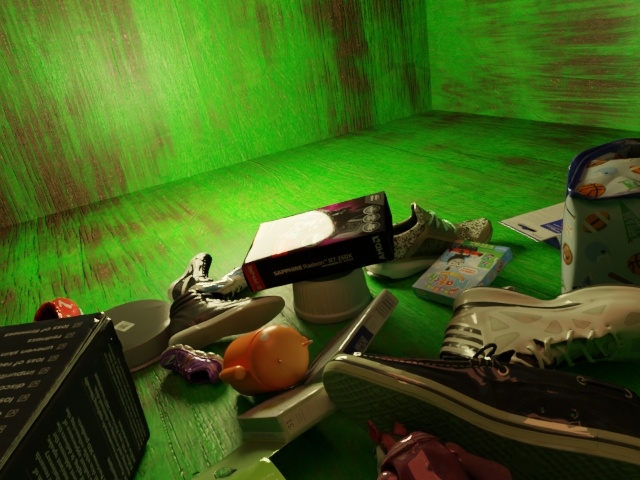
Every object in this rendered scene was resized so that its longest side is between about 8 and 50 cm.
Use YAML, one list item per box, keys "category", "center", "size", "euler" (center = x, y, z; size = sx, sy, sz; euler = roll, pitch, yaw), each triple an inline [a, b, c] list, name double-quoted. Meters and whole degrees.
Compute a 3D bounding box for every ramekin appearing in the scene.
- category: "ramekin"
  center: [0.023, 0.116, 1.326]
  size: [0.207, 0.108, 0.207]
  euler: [-8, 24, 4]

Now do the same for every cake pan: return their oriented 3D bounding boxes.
- category: "cake pan"
  center: [-0.495, 0.239, 1.310]
  size: [0.294, 0.054, 0.293]
  euler: [-8, 24, 4]

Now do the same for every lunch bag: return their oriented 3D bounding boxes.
- category: "lunch bag"
  center: [0.667, -0.028, 1.145]
  size: [0.239, 0.327, 0.385]
  euler: [8, 30, 32]

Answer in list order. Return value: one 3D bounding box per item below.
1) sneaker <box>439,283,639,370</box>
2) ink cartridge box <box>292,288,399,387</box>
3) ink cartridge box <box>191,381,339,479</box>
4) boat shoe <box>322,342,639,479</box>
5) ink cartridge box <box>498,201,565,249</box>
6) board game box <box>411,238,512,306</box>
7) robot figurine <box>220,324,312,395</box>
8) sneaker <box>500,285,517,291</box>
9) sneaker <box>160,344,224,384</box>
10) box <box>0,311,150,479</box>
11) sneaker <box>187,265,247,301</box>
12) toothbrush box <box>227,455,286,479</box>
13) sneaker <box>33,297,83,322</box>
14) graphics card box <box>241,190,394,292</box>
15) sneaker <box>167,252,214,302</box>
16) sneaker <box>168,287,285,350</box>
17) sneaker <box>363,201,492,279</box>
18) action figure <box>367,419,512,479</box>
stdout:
- category: "sneaker"
  center: [0.435, 0.216, 0.927]
  size: [0.448, 0.169, 0.257]
  euler: [-3, 32, 34]
- category: "ink cartridge box"
  center: [0.044, 0.223, 1.038]
  size: [0.045, 0.224, 0.223]
  euler: [43, 40, 4]
- category: "ink cartridge box"
  center: [-0.099, 0.321, 0.863]
  size: [0.235, 0.056, 0.171]
  euler: [-21, -6, -35]
- category: "boat shoe"
  center: [0.250, 0.254, 0.787]
  size: [0.501, 0.186, 0.156]
  euler: [9, 41, 16]
- category: "ink cartridge box"
  center: [0.730, -0.051, 1.496]
  size: [0.371, 0.069, 0.176]
  euler: [-13, 24, -15]
- category: "board game box"
  center: [0.359, 0.081, 1.295]
  size: [0.211, 0.039, 0.160]
  euler: [-42, 32, -26]
- category: "robot figurine"
  center: [-0.108, 0.238, 1.017]
  size: [0.219, 0.158, 0.128]
  euler: [-28, 43, 47]
- category: "sneaker"
  center: [0.392, 0.152, 1.188]
  size: [0.152, 0.053, 0.061]
  euler: [-23, 9, -31]
- category: "sneaker"
  center: [-0.290, 0.279, 1.128]
  size: [0.170, 0.068, 0.071]
  euler: [2, 32, 24]
- category: "box"
  center: [-0.574, 0.371, 0.731]
  size: [0.480, 0.297, 0.471]
  euler: [-7, 22, 3]
- category: "sneaker"
  center: [-0.261, 0.138, 1.439]
  size: [0.237, 0.085, 0.086]
  euler: [-23, 57, -40]
- category: "toothbrush box"
  center: [-0.076, 0.436, 0.616]
  size: [0.206, 0.122, 0.283]
  euler: [-22, 28, -27]
- category: "sneaker"
  center: [-0.713, 0.209, 1.378]
  size: [0.107, 0.118, 0.279]
  euler: [-16, 24, -16]
- category: "graphics card box"
  center: [0.000, 0.000, 1.307]
  size: [0.371, 0.094, 0.232]
  euler: [-13, 26, 14]
- category: "sneaker"
  center: [-0.346, 0.115, 1.520]
  size: [0.121, 0.079, 0.217]
  euler: [3, 34, 19]
- category: "sneaker"
  center: [-0.245, 0.165, 1.276]
  size: [0.296, 0.104, 0.146]
  euler: [-19, 47, -13]
- category: "sneaker"
  center: [0.310, -0.024, 1.442]
  size: [0.411, 0.181, 0.158]
  euler: [-17, 24, -17]
- category: "action figure"
  center: [0.148, 0.342, 0.591]
  size: [0.248, 0.275, 0.370]
  euler: [-23, 40, -16]
